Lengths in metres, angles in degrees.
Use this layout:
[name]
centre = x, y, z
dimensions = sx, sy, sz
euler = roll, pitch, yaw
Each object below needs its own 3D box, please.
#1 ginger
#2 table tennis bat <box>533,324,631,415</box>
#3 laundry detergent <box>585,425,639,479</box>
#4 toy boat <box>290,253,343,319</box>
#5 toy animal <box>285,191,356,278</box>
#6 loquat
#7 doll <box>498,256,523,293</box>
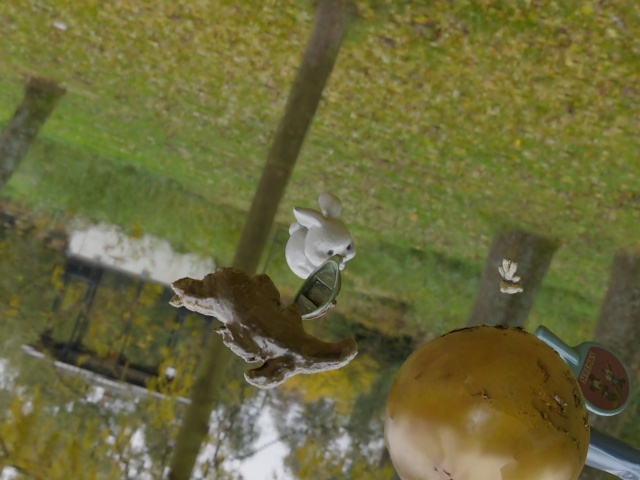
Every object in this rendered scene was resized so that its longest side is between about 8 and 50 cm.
[ginger]
centre = -0.109, 0.149, 1.625
dimensions = 0.333, 0.166, 0.080
euler = 37, 172, 10
[table tennis bat]
centre = 0.537, 0.258, 1.938
dimensions = 0.244, 0.153, 0.040
euler = 37, 145, -3
[laundry detergent]
centre = 0.476, 0.352, 1.574
dimensions = 0.206, 0.061, 0.097
euler = 21, 150, 17
[toy boat]
centre = -0.006, 0.111, 2.015
dimensions = 0.089, 0.185, 0.071
euler = 36, 177, 26
[toy animal]
centre = -0.007, -0.002, 2.278
dimensions = 0.127, 0.179, 0.193
euler = -18, 158, -29
[loquat]
centre = 0.187, 0.207, 1.060
dimensions = 0.235, 0.235, 0.235
euler = 18, 174, 2
[doll]
centre = 0.434, 0.079, 2.149
dimensions = 0.051, 0.093, 0.061
euler = -15, -146, -37
